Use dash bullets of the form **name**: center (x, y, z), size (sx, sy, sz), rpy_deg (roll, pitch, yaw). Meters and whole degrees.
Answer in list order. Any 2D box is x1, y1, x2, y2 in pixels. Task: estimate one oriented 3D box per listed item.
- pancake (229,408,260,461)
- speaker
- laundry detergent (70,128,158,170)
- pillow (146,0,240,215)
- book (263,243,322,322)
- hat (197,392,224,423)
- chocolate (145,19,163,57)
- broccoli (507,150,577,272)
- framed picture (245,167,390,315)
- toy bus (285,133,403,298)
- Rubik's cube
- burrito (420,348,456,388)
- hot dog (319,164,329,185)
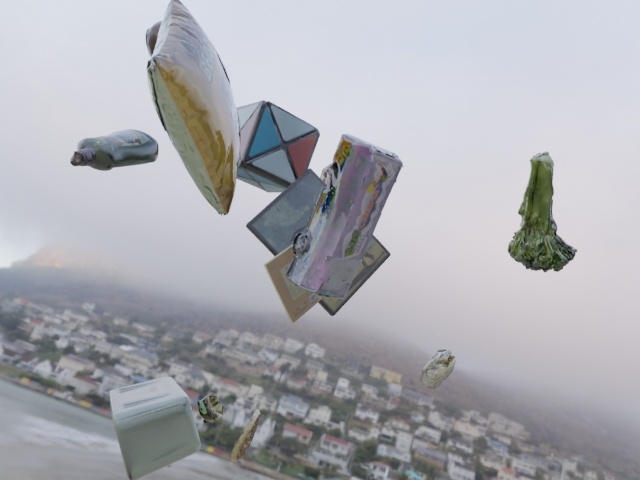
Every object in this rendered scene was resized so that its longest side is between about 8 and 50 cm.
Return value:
- **pancake**: center (-0.205, 0.547, 1.588), size (0.028, 0.158, 0.158), rpy_deg (24, -21, 9)
- **speaker**: center (-0.457, 0.488, 1.540), size (0.184, 0.183, 0.406), rpy_deg (-14, 1, -22)
- **laundry detergent**: center (-0.496, -0.208, 1.326), size (0.144, 0.222, 0.078), rpy_deg (23, -63, 22)
- **pillow**: center (-0.220, -0.246, 1.026), size (0.119, 0.310, 0.312), rpy_deg (-13, -49, 6)
- **book**: center (-0.067, 0.107, 1.448), size (0.012, 0.118, 0.172), rpy_deg (-6, -66, 48)
- **hat**: center (-0.325, 0.494, 1.660), size (0.077, 0.059, 0.076), rpy_deg (56, 20, 3)
- **chocolate**: center (-0.361, -0.492, 1.434), size (0.133, 0.127, 0.124), rpy_deg (-5, -65, 5)
- **broccoli**: center (0.545, -0.067, 1.400), size (0.146, 0.165, 0.303), rpy_deg (-9, -70, 2)
- **framed picture**: center (0.000, 0.000, 1.579), size (0.347, 0.265, 0.016), rpy_deg (47, -22, -2)
- **toy bus**: center (0.045, -0.037, 1.100), size (0.113, 0.316, 0.138), rpy_deg (13, 14, -31)
- **Rubik's cube**: center (-0.186, -0.317, 1.987), size (0.247, 0.249, 0.248), rpy_deg (22, -10, -31)
- **burrito**: center (0.284, 0.321, 1.394), size (0.059, 0.082, 0.275), rpy_deg (51, -8, 20)
- **hot dog**: center (0.041, -0.156, 1.940), size (0.100, 0.337, 0.135), rpy_deg (-7, -58, 17)
